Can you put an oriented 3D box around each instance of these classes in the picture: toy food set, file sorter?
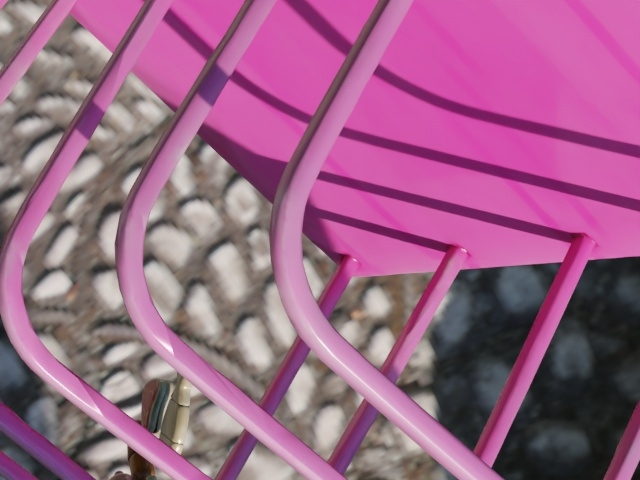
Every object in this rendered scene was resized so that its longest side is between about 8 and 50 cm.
[{"bbox_3d":[-0.107,0.135,1.165,0.019,0.078,0.122,11,88,-24],"label":"toy food set"},{"bbox_3d":[0.000,0.000,0.605,0.202,0.290,0.182,43,63,-26],"label":"file sorter"}]
